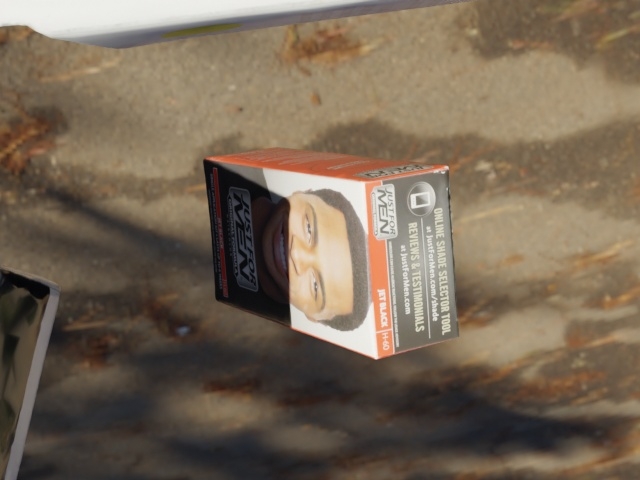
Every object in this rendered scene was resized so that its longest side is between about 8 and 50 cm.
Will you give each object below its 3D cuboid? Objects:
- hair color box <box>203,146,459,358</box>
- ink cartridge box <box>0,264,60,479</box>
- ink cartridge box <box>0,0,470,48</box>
[{"bbox_3d":[0.000,0.000,0.532,0.043,0.072,0.141,-11,-169,-30],"label":"hair color box"},{"bbox_3d":[-0.258,0.056,0.370,0.332,0.165,0.065,10,174,8],"label":"ink cartridge box"},{"bbox_3d":[-0.006,-0.210,0.321,0.307,0.304,0.072,-7,-177,-1],"label":"ink cartridge box"}]
